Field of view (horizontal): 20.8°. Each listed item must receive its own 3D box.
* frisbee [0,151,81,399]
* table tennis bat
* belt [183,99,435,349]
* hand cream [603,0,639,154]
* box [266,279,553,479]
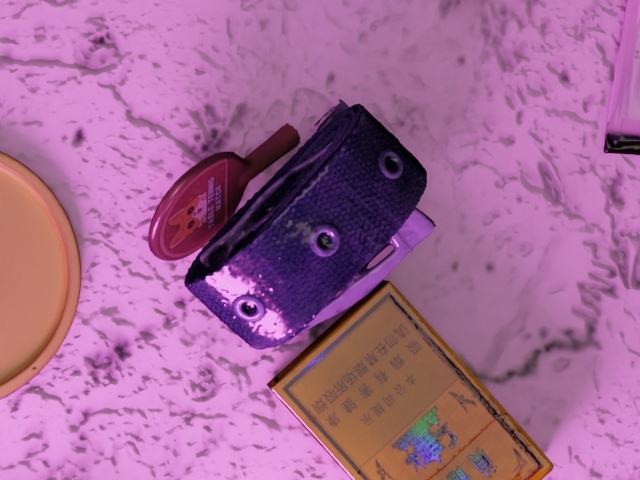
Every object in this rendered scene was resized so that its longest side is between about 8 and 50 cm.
[{"bbox_3d":[-0.322,0.030,1.491,0.236,0.017,0.235,0,89,-7],"label":"frisbee"},{"bbox_3d":[-0.119,-0.074,1.509,0.119,0.107,0.170,39,61,23],"label":"table tennis bat"},{"bbox_3d":[-0.001,0.000,1.478,0.218,0.122,0.128,-45,108,-4],"label":"belt"},{"bbox_3d":[0.331,-0.239,1.556,0.121,0.076,0.335,6,95,-2],"label":"hand cream"},{"bbox_3d":[0.078,0.161,1.516,0.141,0.064,0.220,-43,93,-6],"label":"box"}]
